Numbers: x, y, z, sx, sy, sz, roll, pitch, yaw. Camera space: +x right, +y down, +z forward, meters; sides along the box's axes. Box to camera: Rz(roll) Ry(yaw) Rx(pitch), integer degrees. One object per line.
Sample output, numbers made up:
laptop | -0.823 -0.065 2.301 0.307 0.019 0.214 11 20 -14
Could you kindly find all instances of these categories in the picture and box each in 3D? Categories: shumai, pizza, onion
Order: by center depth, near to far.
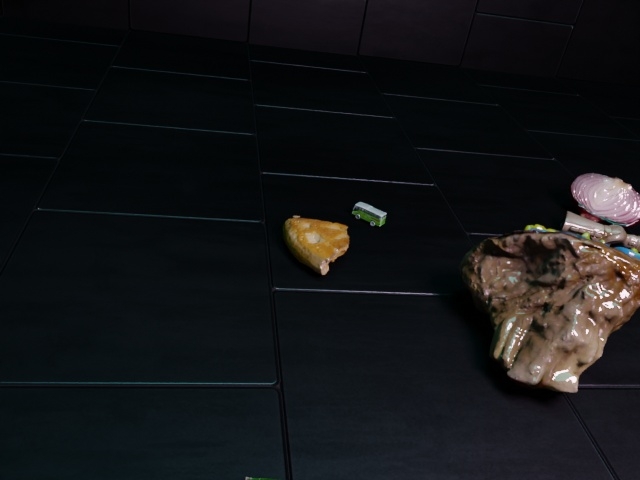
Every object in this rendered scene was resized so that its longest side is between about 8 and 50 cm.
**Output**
shumai | 0.420 0.140 1.084 0.346 0.283 0.217 -3 -20 33
pizza | 0.000 0.000 1.282 0.161 0.062 0.182 -26 41 -33
onion | 0.773 -0.095 1.599 0.206 0.151 0.098 42 10 25

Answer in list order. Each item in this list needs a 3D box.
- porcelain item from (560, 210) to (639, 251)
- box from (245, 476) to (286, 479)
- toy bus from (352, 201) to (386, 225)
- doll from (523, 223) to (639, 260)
porcelain item | 0.731 -0.018 1.502 0.213 0.054 0.084 18 36 14
box | 0.015 0.369 0.731 0.235 0.034 0.132 7 33 -5
toy bus | 0.118 -0.064 1.425 0.083 0.037 0.031 27 36 26
doll | 0.621 0.057 1.343 0.346 0.098 0.341 8 20 -12
